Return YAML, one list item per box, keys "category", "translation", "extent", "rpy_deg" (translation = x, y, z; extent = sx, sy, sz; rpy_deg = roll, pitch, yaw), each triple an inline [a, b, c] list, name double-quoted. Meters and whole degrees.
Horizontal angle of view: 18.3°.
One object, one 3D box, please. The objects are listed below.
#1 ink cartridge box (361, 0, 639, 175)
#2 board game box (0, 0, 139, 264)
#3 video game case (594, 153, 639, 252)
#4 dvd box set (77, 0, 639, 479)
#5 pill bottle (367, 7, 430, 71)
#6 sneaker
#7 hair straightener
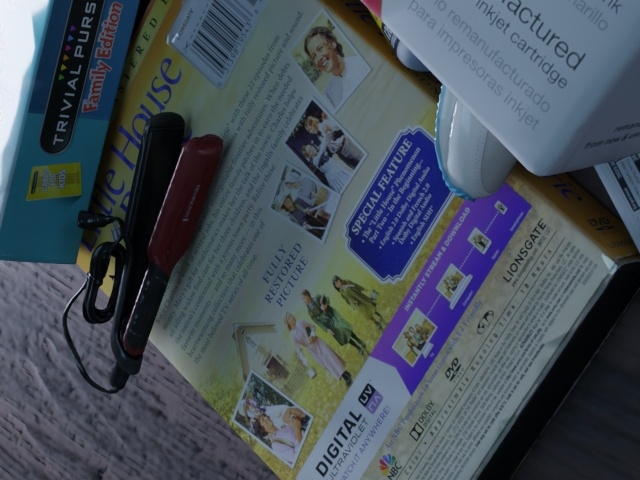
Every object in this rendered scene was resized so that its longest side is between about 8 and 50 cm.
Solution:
- category: "ink cartridge box"
  translation: [0.163, -0.270, 1.042]
  extent: [0.279, 0.160, 0.385]
  rpy_deg: [48, 125, 21]
- category: "board game box"
  translation: [-0.241, -0.184, 1.519]
  extent: [0.254, 0.079, 0.336]
  rpy_deg: [31, 111, 48]
- category: "video game case"
  translation: [0.264, -0.020, 1.191]
  extent: [0.173, 0.022, 0.190]
  rpy_deg: [-29, 87, 42]
- category: "dvd box set"
  translation: [0.000, 0.000, 1.404]
  extent: [0.420, 0.062, 0.308]
  rpy_deg: [43, 119, 27]
- category: "pill bottle"
  translation: [0.056, -0.211, 1.313]
  extent: [0.103, 0.103, 0.184]
  rpy_deg: [-42, 69, 33]
- category: "sneaker"
  translation: [0.149, -0.123, 1.229]
  extent: [0.092, 0.087, 0.229]
  rpy_deg: [30, 93, 24]
- category: "hair straightener"
  translation: [-0.138, 0.009, 1.455]
  extent: [0.089, 0.047, 0.230]
  rpy_deg: [33, 120, 32]
